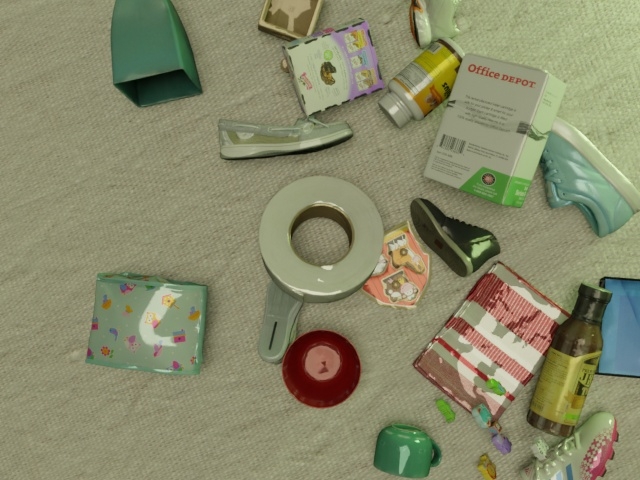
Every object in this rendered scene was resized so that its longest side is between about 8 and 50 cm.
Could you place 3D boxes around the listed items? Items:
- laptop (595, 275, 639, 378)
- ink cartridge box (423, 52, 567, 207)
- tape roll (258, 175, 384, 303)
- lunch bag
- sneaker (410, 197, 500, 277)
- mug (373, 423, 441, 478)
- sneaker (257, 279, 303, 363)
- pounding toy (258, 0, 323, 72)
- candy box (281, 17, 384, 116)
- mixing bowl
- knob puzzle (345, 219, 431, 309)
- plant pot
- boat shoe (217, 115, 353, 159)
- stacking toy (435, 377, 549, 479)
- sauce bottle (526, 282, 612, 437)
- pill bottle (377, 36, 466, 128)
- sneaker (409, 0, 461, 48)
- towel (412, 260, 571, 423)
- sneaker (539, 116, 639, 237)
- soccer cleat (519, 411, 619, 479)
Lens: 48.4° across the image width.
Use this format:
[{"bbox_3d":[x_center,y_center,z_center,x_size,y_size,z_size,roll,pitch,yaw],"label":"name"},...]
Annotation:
[{"bbox_3d":[0.768,0.206,1.582,0.137,0.264,0.234,4,90,-32],"label":"laptop"},{"bbox_3d":[0.381,-0.241,1.563,0.211,0.122,0.289,27,105,36],"label":"ink cartridge box"},{"bbox_3d":[0.000,0.000,1.632,0.287,0.100,0.285,1,75,-2],"label":"tape roll"},{"bbox_3d":[-0.391,0.194,1.671,0.263,0.160,0.223,6,89,11],"label":"lunch bag"},{"bbox_3d":[0.311,-0.023,1.664,0.118,0.083,0.222,-27,70,-26],"label":"sneaker"},{"bbox_3d":[0.198,0.478,1.642,0.130,0.158,0.097,7,87,29],"label":"mug"},{"bbox_3d":[-0.090,0.168,1.683,0.094,0.091,0.258,16,70,10],"label":"sneaker"},{"bbox_3d":[-0.056,-0.495,1.685,0.181,0.094,0.205,18,96,-7],"label":"pounding toy"},{"bbox_3d":[0.029,-0.399,1.636,0.196,0.070,0.164,-21,117,-6],"label":"candy box"},{"bbox_3d":[0.004,0.292,1.662,0.182,0.098,0.181,0,90,2],"label":"mixing bowl"},{"bbox_3d":[0.177,0.076,1.687,0.213,0.030,0.213,0,89,4],"label":"knob puzzle"},{"bbox_3d":[-0.398,-0.465,1.682,0.166,0.165,0.234,-12,81,5],"label":"plant pot"},{"bbox_3d":[-0.085,-0.252,1.673,0.321,0.118,0.102,-6,93,11],"label":"boat shoe"},{"bbox_3d":[0.385,0.428,1.608,0.167,0.052,0.221,-36,91,35],"label":"stacking toy"},{"bbox_3d":[0.564,0.266,1.597,0.112,0.111,0.344,16,98,5],"label":"sauce bottle"},{"bbox_3d":[0.239,-0.359,1.643,0.215,0.117,0.117,-41,86,4],"label":"pill bottle"},{"bbox_3d":[0.260,-0.580,1.625,0.121,0.099,0.262,-11,122,0],"label":"sneaker"},{"bbox_3d":[0.405,0.241,1.664,0.237,0.037,0.329,38,92,3],"label":"towel"},{"bbox_3d":[0.551,-0.154,1.608,0.366,0.135,0.150,43,92,6],"label":"sneaker"},{"bbox_3d":[0.542,0.517,1.607,0.143,0.116,0.331,29,92,3],"label":"soccer cleat"}]
